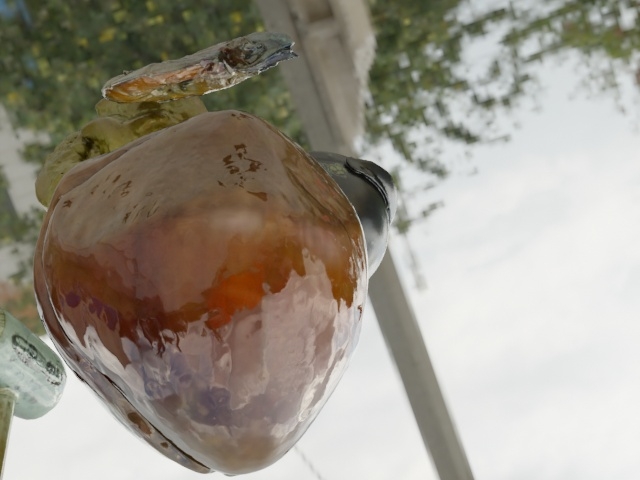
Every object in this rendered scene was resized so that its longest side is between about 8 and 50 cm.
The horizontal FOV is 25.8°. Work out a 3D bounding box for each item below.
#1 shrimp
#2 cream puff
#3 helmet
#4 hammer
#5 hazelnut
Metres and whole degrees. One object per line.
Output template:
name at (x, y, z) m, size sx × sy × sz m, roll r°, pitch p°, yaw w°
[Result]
shrimp at (-0.167, -0.223, 1.838) m, size 0.317 × 0.062 × 0.164 m, roll -11°, pitch -178°, yaw 41°
cream puff at (-0.278, -0.103, 2.046) m, size 0.270 × 0.274 × 0.323 m, roll 8°, pitch -157°, yaw -15°
helmet at (0.000, 0.000, 2.026) m, size 0.279 × 0.230 × 0.160 m, roll -6°, pitch -144°, yaw -14°
hammer at (-0.440, 0.251, 1.895) m, size 0.113 × 0.202 × 0.305 m, roll -15°, pitch -128°, yaw 22°
hazelnut at (-0.111, 0.055, 1.378) m, size 0.315 × 0.372 × 0.372 m, roll -9°, pitch -170°, yaw -26°
